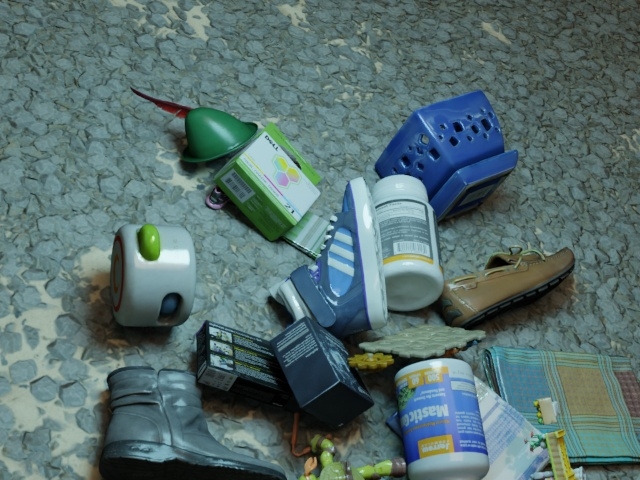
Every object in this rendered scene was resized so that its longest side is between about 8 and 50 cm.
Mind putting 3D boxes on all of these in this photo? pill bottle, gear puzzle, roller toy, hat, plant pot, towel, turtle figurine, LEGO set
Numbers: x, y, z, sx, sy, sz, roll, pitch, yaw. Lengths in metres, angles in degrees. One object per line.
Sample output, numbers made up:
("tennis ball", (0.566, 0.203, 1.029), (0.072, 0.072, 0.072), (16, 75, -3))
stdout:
("pill bottle", (0.177, 0.001, 2.114), (0.162, 0.162, 0.278), (11, 47, -14))
("gear puzzle", (0.180, 0.219, 1.906), (0.175, 0.044, 0.339), (4, 8, 38))
("roller toy", (-0.310, 0.066, 1.834), (0.146, 0.209, 0.191), (2, 90, -21))
("hat", (-0.261, -0.285, 2.117), (0.208, 0.184, 0.173), (-30, 27, -17))
("plant pot", (0.305, -0.185, 2.286), (0.236, 0.236, 0.212), (-21, 69, -34))
("towel", (0.000, 0.000, 2.139), (0.152, 0.023, 0.113), (31, 44, 7))
("towel", (0.295, 0.383, 1.901), (0.285, 0.034, 0.209), (41, 66, 15))
("turtle figurine", (0.047, 0.425, 1.749), (0.217, 0.087, 0.269), (5, 50, -19))
("towel", (0.535, 0.347, 2.058), (0.370, 0.040, 0.271), (5, 51, -20))
("pill bottle", (0.227, 0.369, 1.798), (0.152, 0.152, 0.272), (4, 61, -20))
("LEGO set", (0.429, 0.436, 1.833), (0.287, 0.107, 0.132), (62, 30, -21))

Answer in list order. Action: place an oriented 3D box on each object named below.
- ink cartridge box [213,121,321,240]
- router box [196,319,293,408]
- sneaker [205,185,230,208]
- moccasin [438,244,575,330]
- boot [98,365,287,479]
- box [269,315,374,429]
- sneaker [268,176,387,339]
("ink cartridge box", (-0.087, -0.152, 2.137), (0.189, 0.097, 0.255), (48, 46, -11))
("router box", (-0.142, 0.230, 1.818), (0.179, 0.046, 0.133), (22, 30, -22))
("sneaker", (-0.199, -0.116, 2.125), (0.047, 0.057, 0.119), (35, 46, 12))
("moccasin", (0.414, 0.082, 2.176), (0.380, 0.139, 0.147), (-21, 71, -24))
("boot", (-0.213, 0.328, 1.710), (0.338, 0.118, 0.223), (18, 39, -17))
("box", (0.003, 0.247, 1.815), (0.156, 0.093, 0.158), (42, 16, -53))
("sneaker", (0.002, 0.041, 1.963), (0.236, 0.130, 0.323), (-9, 76, 10))
